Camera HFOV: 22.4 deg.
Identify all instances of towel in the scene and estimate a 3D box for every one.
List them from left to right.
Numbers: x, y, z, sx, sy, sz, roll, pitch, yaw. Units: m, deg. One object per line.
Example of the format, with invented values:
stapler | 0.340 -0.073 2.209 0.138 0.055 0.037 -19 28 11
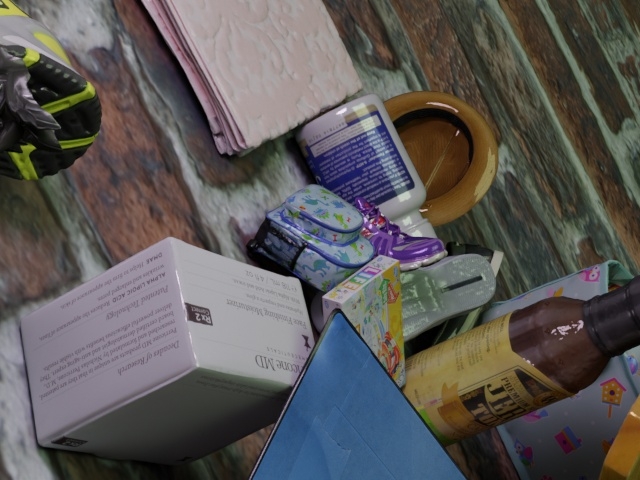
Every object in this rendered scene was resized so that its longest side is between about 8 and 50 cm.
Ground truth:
towel | -0.097 -0.269 1.852 0.317 0.053 0.332 62 29 -3

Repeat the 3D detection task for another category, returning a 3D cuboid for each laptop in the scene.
laptop | 0.092 0.340 1.323 0.382 0.236 0.408 53 -2 -40

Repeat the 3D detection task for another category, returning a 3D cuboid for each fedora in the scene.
fedora | 0.125 -0.089 1.991 0.079 0.194 0.194 89 -10 -65

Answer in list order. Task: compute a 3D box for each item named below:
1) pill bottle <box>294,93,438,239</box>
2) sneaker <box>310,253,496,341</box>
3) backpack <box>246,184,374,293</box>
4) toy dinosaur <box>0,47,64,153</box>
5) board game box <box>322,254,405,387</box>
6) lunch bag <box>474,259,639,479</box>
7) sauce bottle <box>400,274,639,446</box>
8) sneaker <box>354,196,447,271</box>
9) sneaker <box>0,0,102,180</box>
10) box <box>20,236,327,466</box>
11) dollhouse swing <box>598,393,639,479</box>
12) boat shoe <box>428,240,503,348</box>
pill bottle | 0.058 -0.065 1.873 0.187 0.112 0.112 64 29 2
sneaker | 0.084 0.076 1.831 0.258 0.091 0.094 -8 77 -38
backpack | 0.000 0.000 1.712 0.114 0.084 0.105 35 27 12
toy dinosaur | -0.319 -0.070 1.183 0.164 0.218 0.322 39 -31 50
board game box | 0.047 0.106 1.695 0.103 0.026 0.154 -35 130 -43
lunch bag | 0.318 0.173 1.983 0.160 0.223 0.262 -21 85 -52
sauce bottle | 0.220 0.128 1.738 0.111 0.344 0.111 34 41 -37
sneaker | 0.058 -0.009 1.772 0.068 0.169 0.071 -23 123 -60
sneaker | -0.355 -0.178 1.308 0.384 0.145 0.147 35 14 -41
box | -0.124 0.101 1.366 0.181 0.182 0.119 20 50 -52
dollhouse swing | 0.442 0.245 1.689 0.315 0.305 0.347 37 61 5
boat shoe | 0.157 0.083 1.974 0.079 0.084 0.233 24 41 4
